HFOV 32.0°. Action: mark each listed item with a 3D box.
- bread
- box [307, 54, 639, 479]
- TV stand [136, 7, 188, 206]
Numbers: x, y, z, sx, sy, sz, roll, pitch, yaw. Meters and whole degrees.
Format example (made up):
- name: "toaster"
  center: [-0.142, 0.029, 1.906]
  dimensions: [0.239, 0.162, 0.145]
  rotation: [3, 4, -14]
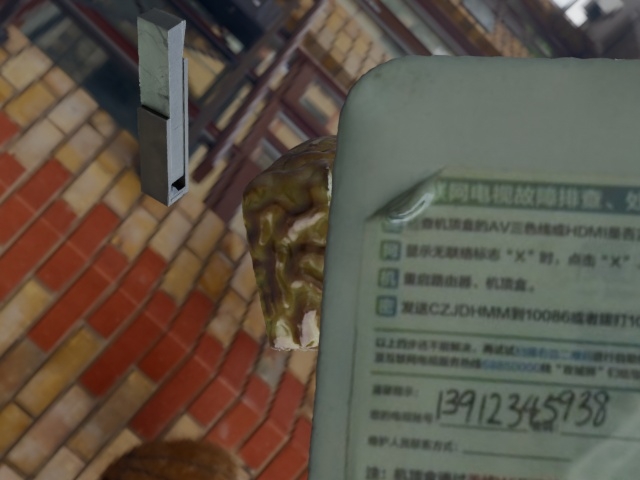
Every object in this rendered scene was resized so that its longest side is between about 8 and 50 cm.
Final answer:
- name: "bread"
  center: [0.000, 0.000, 1.035]
  dimensions: [0.096, 0.181, 0.222]
  rotation: [-10, -170, 14]
- name: "box"
  center: [0.194, 0.082, 0.671]
  dimensions: [0.111, 0.396, 0.397]
  rotation: [68, 26, -73]
- name: "TV stand"
  center: [-0.189, -0.156, 1.340]
  dimensions: [0.040, 0.049, 0.256]
  rotation: [-42, 150, -39]
